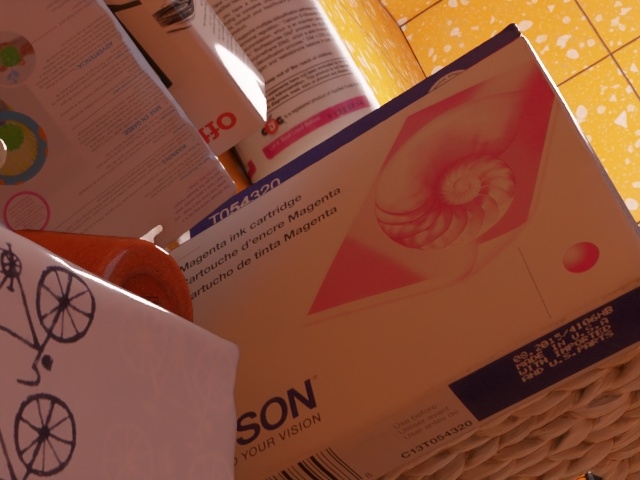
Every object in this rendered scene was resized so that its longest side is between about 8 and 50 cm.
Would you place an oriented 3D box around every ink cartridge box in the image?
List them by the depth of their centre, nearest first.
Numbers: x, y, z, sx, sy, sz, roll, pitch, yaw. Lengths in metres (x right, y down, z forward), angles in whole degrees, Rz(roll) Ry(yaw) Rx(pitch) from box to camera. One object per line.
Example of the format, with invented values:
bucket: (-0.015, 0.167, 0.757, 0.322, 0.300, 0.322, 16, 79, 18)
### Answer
ink cartridge box: (0.032, 0.001, 0.756, 0.071, 0.324, 0.330, 47, 19, -41)
ink cartridge box: (-0.152, -0.131, 0.757, 0.203, 0.148, 0.086, 51, 15, -27)

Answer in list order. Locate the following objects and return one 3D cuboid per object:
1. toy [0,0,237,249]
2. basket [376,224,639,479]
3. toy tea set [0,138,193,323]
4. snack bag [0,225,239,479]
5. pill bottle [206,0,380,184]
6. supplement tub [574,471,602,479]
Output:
toy: (-0.177, -0.087, 0.686, 0.237, 0.137, 0.056, 56, -15, -19)
basket: (0.129, 0.078, 0.929, 0.266, 0.328, 0.331, 50, 17, -24)
toy tea set: (-0.192, 0.028, 0.462, 0.336, 0.124, 0.200, 51, 46, -40)
snack bag: (-0.115, 0.151, 0.347, 0.323, 0.037, 0.342, 38, 43, -52)
pill bottle: (-0.064, -0.207, 1.179, 0.283, 0.160, 0.160, 61, 15, 6)
supplement tub: (0.351, 0.351, 1.382, 0.117, 0.190, 0.117, 54, 14, -20)
